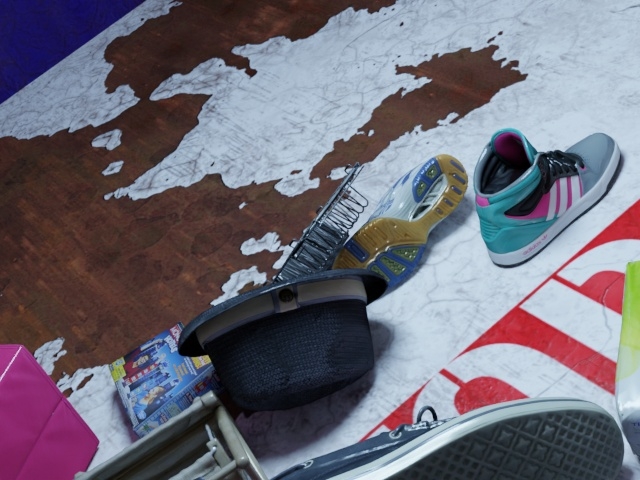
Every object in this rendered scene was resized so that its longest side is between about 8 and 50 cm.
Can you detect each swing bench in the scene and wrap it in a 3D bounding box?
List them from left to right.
[{"bbox_3d":[-0.212,0.357,1.830,0.253,0.165,0.254,-33,34,-6],"label":"swing bench"}]

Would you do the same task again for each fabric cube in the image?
[{"bbox_3d":[-0.547,0.342,2.006,0.254,0.259,0.258,-5,43,29],"label":"fabric cube"}]

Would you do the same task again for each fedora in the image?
[{"bbox_3d":[-0.040,0.164,1.933,0.334,0.334,0.152,-21,74,11],"label":"fedora"}]

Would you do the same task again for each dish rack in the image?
[{"bbox_3d":[0.000,0.000,2.077,0.208,0.074,0.271,-56,0,-32],"label":"dish rack"}]

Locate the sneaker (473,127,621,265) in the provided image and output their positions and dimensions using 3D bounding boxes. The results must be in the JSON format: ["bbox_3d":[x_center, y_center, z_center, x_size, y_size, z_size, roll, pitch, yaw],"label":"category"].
[{"bbox_3d":[0.346,-0.118,2.031,0.295,0.178,0.124,-43,37,-20],"label":"sneaker"}]

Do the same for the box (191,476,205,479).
[{"bbox_3d":[-0.290,0.564,1.399,0.472,0.297,0.480,-23,16,5],"label":"box"}]

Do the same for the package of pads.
[{"bbox_3d":[0.500,0.136,1.667,0.229,0.101,0.296,-10,38,24],"label":"package of pads"}]

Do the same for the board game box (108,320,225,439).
[{"bbox_3d":[-0.232,0.223,2.108,0.194,0.060,0.194,-30,34,-4],"label":"board game box"}]

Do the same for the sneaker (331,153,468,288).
[{"bbox_3d":[0.126,-0.018,2.150,0.296,0.112,0.131,-45,10,-12],"label":"sneaker"}]

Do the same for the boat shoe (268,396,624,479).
[{"bbox_3d":[0.133,0.302,1.605,0.500,0.186,0.156,-18,15,-8],"label":"boat shoe"}]
